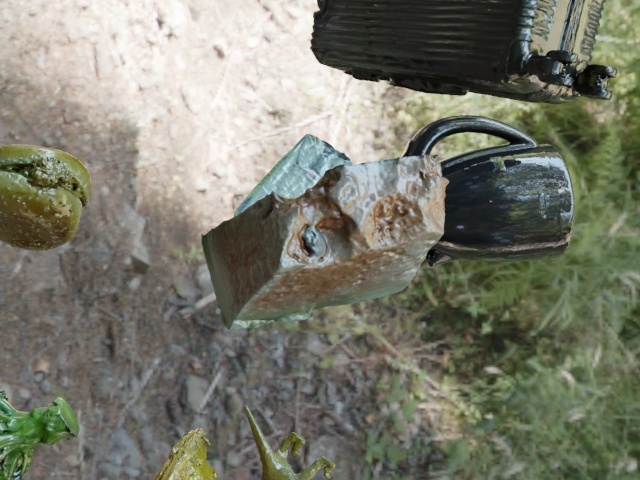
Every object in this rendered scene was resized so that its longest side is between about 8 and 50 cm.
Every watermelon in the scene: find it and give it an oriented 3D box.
[{"bbox_3d":[0.001,0.016,1.041,0.264,0.302,0.151,-8,79,-24],"label":"watermelon"}]

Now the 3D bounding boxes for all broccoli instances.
[{"bbox_3d":[-0.683,0.408,1.756,0.297,0.297,0.297,158,-90,-85],"label":"broccoli"}]

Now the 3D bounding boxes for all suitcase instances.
[{"bbox_3d":[0.134,-0.235,0.768,0.128,0.312,0.202,2,101,-44],"label":"suitcase"}]

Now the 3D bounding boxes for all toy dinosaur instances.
[{"bbox_3d":[-0.061,0.297,1.025,0.162,0.039,0.126,33,89,-12],"label":"toy dinosaur"}]

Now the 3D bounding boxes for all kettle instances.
[{"bbox_3d":[0.278,-0.091,1.477,0.207,0.290,0.268,-147,-126,-82],"label":"kettle"}]

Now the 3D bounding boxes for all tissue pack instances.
[{"bbox_3d":[-0.059,-0.028,1.565,0.228,0.128,0.311,-48,168,-22],"label":"tissue pack"}]

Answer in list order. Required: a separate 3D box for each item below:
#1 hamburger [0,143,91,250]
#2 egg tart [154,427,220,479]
[{"bbox_3d":[-0.474,-0.069,1.329,0.189,0.215,0.122,11,63,-14],"label":"hamburger"},{"bbox_3d":[-0.286,0.518,1.630,0.295,0.116,0.295,-61,-179,1],"label":"egg tart"}]
